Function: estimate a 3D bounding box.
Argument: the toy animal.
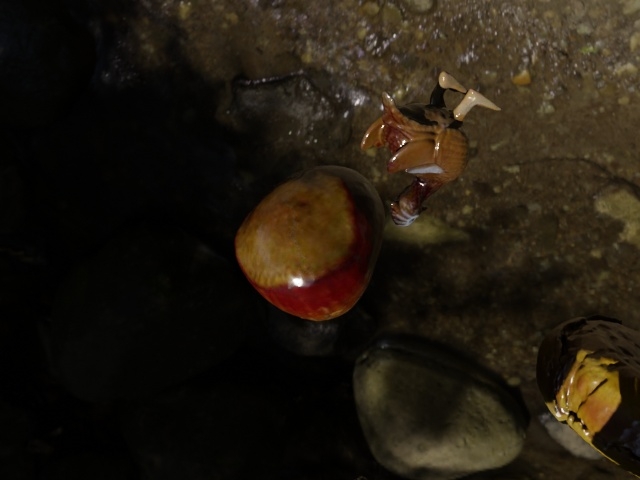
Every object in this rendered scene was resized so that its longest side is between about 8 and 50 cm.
[{"bbox_3d":[0.103,-0.099,0.723,0.188,0.089,0.179,12,115,-47],"label":"toy animal"}]

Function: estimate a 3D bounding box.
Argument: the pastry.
[{"bbox_3d":[0.502,0.248,1.017,0.356,0.356,0.164,23,105,-6],"label":"pastry"}]

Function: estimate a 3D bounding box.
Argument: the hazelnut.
[{"bbox_3d":[0.000,0.000,0.970,0.229,0.229,0.229,7,131,8],"label":"hazelnut"}]

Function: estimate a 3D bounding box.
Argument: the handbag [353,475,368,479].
[{"bbox_3d":[0.060,0.529,1.132,0.127,0.208,0.229,11,138,27],"label":"handbag"}]
